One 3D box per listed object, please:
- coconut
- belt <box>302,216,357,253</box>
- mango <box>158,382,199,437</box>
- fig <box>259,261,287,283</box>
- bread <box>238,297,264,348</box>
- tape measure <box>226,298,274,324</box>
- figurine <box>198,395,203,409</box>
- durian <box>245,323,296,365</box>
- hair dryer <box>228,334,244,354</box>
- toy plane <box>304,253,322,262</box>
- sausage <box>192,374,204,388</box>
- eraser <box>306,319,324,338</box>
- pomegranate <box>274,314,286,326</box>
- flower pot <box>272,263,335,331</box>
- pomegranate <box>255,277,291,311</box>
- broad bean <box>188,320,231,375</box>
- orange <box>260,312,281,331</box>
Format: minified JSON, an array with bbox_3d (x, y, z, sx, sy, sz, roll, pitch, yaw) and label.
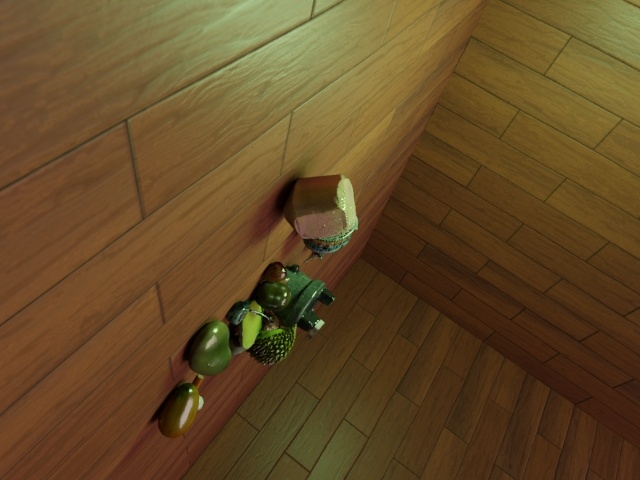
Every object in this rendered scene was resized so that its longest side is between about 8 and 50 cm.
[{"bbox_3d":[-0.011,-0.111,1.527,0.233,0.245,0.233,-8,90,-73],"label":"coconut"},{"bbox_3d":[0.043,-0.064,1.926,0.257,0.207,0.150,-40,165,-28],"label":"belt"},{"bbox_3d":[-0.557,0.675,1.756,0.221,0.120,0.151,-63,158,-10],"label":"mango"},{"bbox_3d":[-0.205,0.146,1.857,0.125,0.089,0.089,-31,165,-7],"label":"fig"},{"bbox_3d":[-0.309,0.362,1.939,0.228,0.033,0.229,10,90,-75],"label":"bread"},{"bbox_3d":[-0.284,0.320,1.781,0.107,0.179,0.104,-57,-175,2],"label":"tape measure"},{"bbox_3d":[-0.582,0.719,1.909,0.129,0.109,0.178,-31,174,14],"label":"figurine"},{"bbox_3d":[-0.243,0.488,2.092,0.351,0.158,0.169,-17,-164,43],"label":"durian"},{"bbox_3d":[-0.381,0.463,2.070,0.219,0.088,0.225,-55,-174,35],"label":"hair dryer"},{"bbox_3d":[-0.005,0.067,2.481,0.226,0.058,0.226,-36,164,-12],"label":"toy plane"},{"bbox_3d":[-0.545,0.634,1.923,0.107,0.031,0.031,-59,168,15],"label":"sausage"},{"bbox_3d":[-0.024,0.433,2.136,0.065,0.026,0.105,-42,169,-50],"label":"eraser"},{"bbox_3d":[-0.185,0.387,2.445,0.179,0.210,0.179,-13,108,-45],"label":"pomegranate"},{"bbox_3d":[-0.093,0.283,2.161,0.299,0.282,0.299,-52,167,-17],"label":"flower pot"},{"bbox_3d":[-0.200,0.223,1.933,0.191,0.151,0.131,-75,-179,-52],"label":"pomegranate"},{"bbox_3d":[-0.417,0.402,1.641,0.189,0.121,0.263,-41,148,-39],"label":"broad bean"},{"bbox_3d":[-0.275,0.458,2.297,0.157,0.134,0.156,-57,-179,2],"label":"orange"}]
